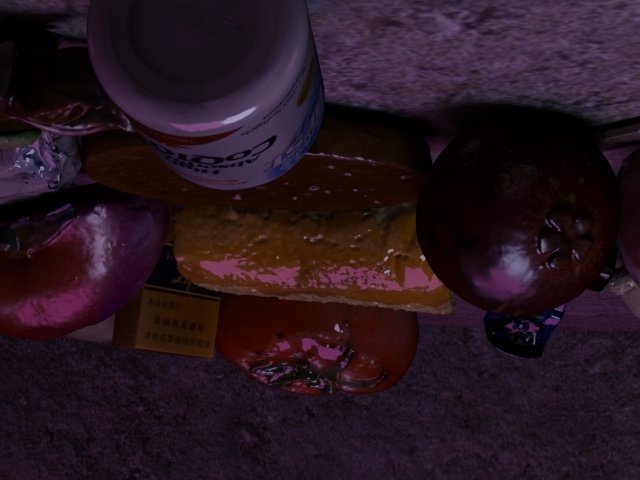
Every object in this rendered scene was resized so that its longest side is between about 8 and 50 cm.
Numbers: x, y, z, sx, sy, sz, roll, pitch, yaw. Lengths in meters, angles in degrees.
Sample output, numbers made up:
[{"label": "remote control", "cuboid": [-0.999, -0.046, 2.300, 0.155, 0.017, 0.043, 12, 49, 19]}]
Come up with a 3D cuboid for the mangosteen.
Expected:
[{"label": "mangosteen", "cuboid": [0.194, -0.032, 1.448, 0.215, 0.215, 0.257, 9, -172, -25]}]

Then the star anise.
[{"label": "star anise", "cuboid": [-0.273, -0.150, 1.249, 0.220, 0.099, 0.214, 7, -175, -2]}]

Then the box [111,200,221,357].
[{"label": "box", "cuboid": [-0.219, 0.049, 2.011, 0.070, 0.237, 0.152, 2, 172, 45]}]

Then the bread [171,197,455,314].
[{"label": "bread", "cuboid": [0.000, 0.000, 1.819, 0.375, 0.165, 0.236, 4, 169, 12]}]

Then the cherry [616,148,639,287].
[{"label": "cherry", "cuboid": [0.446, -0.002, 1.443, 0.307, 0.221, 0.261, 25, 164, -12]}]

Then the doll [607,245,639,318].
[{"label": "doll", "cuboid": [0.466, 0.063, 1.742, 0.175, 0.149, 0.278, -13, -179, 19]}]

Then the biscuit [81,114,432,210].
[{"label": "biscuit", "cuboid": [-0.069, -0.101, 1.520, 0.394, 0.070, 0.350, 5, 169, -10]}]

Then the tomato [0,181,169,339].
[{"label": "tomato", "cuboid": [-0.329, 0.021, 1.778, 0.335, 0.176, 0.289, -13, -168, 21]}]

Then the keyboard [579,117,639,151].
[{"label": "keyboard", "cuboid": [0.317, -0.111, 1.433, 0.055, 0.017, 0.166, 5, 172, -32]}]

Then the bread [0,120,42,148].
[{"label": "bread", "cuboid": [-0.398, -0.130, 1.384, 0.228, 0.033, 0.228, 14, -168, -3]}]

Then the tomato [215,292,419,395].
[{"label": "tomato", "cuboid": [-0.008, 0.097, 2.139, 0.341, 0.273, 0.341, 8, 157, 3]}]

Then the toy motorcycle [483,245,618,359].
[{"label": "toy motorcycle", "cuboid": [0.287, 0.041, 1.759, 0.125, 0.196, 0.331, 16, 161, 0]}]

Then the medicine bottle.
[{"label": "medicine bottle", "cuboid": [-0.077, -0.128, 1.069, 0.157, 0.157, 0.289, 4, 171, 5]}]

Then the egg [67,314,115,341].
[{"label": "egg", "cuboid": [-0.364, 0.040, 2.085, 0.218, 0.218, 0.295, -1, 162, 33]}]

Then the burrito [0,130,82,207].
[{"label": "burrito", "cuboid": [-0.380, -0.091, 1.635, 0.139, 0.101, 0.445, 4, 172, -33]}]
